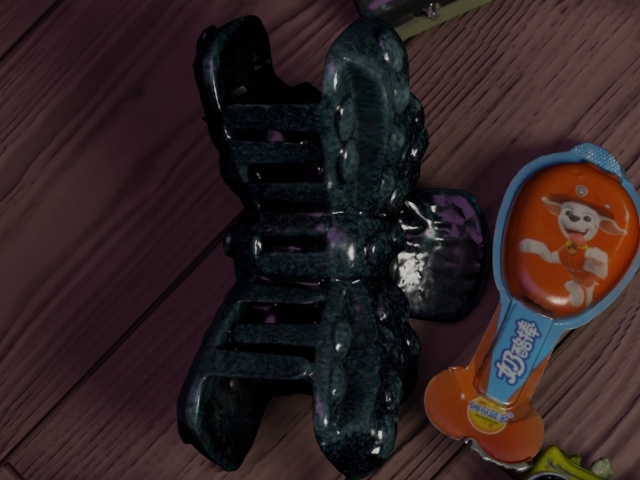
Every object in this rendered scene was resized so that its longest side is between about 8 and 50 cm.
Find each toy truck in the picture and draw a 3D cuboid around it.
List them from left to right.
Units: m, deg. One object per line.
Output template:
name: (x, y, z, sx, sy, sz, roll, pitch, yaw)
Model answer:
toy truck: (0.185, 0.181, 1.316, 0.111, 0.076, 0.077, 26, 60, 22)

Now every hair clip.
hair clip: (0.002, 0.004, 1.353, 0.194, 0.206, 0.310, 4, 90, 18)

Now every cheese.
cheese: (0.151, 0.038, 1.359, 0.106, 0.037, 0.256, 26, 63, 3)

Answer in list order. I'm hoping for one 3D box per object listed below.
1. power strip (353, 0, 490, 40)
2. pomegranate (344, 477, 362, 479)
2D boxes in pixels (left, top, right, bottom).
power strip: (0.045, -0.267, 1.514, 0.105, 0.070, 0.256, -25, 64, 9)
pomegranate: (-0.029, 0.237, 1.314, 0.220, 0.156, 0.156, -37, 65, -4)
